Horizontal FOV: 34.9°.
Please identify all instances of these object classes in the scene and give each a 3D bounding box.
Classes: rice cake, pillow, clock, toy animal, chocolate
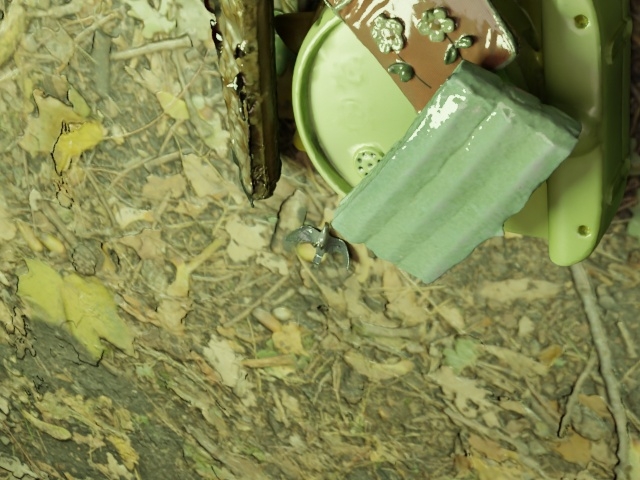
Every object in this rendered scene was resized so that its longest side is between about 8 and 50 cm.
[{"bbox_3d":[0.111,-0.050,0.875,0.127,0.043,0.237,30,140,-6],"label":"rice cake"},{"bbox_3d":[0.054,-0.214,0.817,0.126,0.043,0.232,-31,104,40],"label":"pillow"},{"bbox_3d":[0.106,-0.130,0.950,0.348,0.117,0.286,7,123,28],"label":"clock"},{"bbox_3d":[0.000,0.001,1.163,0.084,0.028,0.050,26,139,13],"label":"toy animal"},{"bbox_3d":[-0.069,-0.167,1.000,0.329,0.065,0.102,88,164,-55],"label":"chocolate"}]
